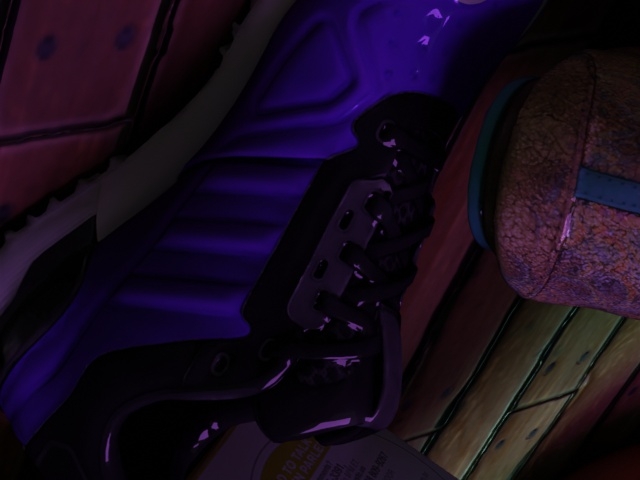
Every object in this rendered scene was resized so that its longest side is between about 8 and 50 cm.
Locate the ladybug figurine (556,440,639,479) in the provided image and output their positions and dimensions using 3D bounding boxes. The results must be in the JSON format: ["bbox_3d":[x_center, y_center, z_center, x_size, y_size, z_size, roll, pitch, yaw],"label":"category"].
[{"bbox_3d":[0.282,0.260,1.252,0.449,0.162,0.305,-1,135,-45],"label":"ladybug figurine"}]

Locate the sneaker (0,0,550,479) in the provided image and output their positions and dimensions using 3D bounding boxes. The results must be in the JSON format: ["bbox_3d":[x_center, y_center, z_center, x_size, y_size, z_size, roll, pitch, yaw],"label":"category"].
[{"bbox_3d":[0.000,0.000,0.594,0.293,0.146,0.102,-43,150,13],"label":"sneaker"}]

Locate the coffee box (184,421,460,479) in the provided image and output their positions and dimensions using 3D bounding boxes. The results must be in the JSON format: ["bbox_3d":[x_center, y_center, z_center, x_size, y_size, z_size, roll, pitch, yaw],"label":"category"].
[{"bbox_3d":[-0.019,0.331,0.751,0.337,0.334,0.338,-57,177,32],"label":"coffee box"}]

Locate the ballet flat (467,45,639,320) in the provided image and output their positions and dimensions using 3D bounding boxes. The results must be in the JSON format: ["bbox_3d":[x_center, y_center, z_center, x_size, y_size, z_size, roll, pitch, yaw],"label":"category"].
[{"bbox_3d":[0.168,-0.024,0.668,0.123,0.123,0.348,-48,166,21],"label":"ballet flat"}]
